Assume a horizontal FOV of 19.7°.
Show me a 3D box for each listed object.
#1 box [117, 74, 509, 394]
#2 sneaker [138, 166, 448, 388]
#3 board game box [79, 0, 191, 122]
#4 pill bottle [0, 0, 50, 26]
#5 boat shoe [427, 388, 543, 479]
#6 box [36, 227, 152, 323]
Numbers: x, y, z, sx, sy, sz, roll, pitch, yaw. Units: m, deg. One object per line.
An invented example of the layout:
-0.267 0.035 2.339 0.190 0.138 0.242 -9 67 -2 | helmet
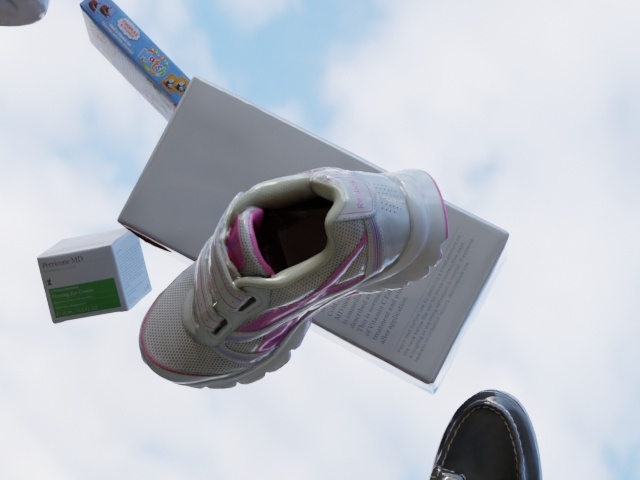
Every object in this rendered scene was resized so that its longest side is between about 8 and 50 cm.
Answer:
0.000 0.000 1.852 0.345 0.168 0.215 28 -4 8 | box
-0.041 0.016 1.261 0.252 0.111 0.103 -35 -122 26 | sneaker
-0.206 -0.203 2.259 0.211 0.039 0.160 45 -9 5 | board game box
-0.282 -0.309 1.658 0.119 0.209 0.119 10 -15 3 | pill bottle
0.134 0.307 1.724 0.112 0.095 0.335 12 -88 19 | boat shoe
-0.271 0.041 2.218 0.101 0.102 0.087 -10 -80 14 | box
